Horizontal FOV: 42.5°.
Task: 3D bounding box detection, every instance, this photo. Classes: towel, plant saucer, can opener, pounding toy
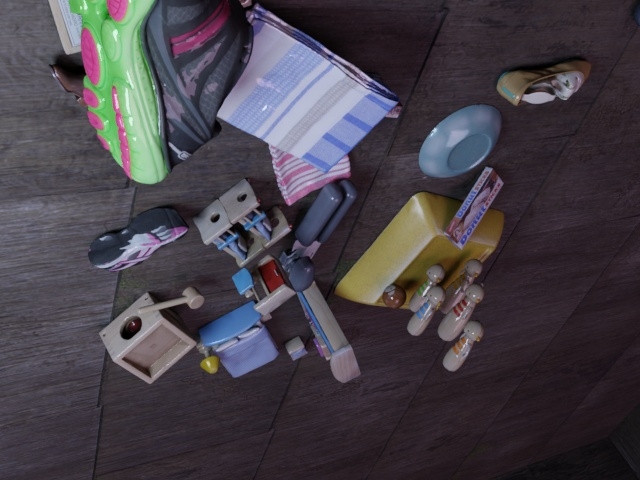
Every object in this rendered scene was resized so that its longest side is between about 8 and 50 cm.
[{"bbox_3d":[-0.016,-0.155,1.492,0.144,0.029,0.197,-25,145,-9],"label":"towel"},{"bbox_3d":[0.293,-0.189,1.670,0.194,0.037,0.195,-20,143,-15],"label":"plant saucer"},{"bbox_3d":[0.249,0.053,1.906,0.332,0.081,0.333,9,129,-43],"label":"plant saucer"},{"bbox_3d":[-0.044,-0.221,1.273,0.285,0.034,0.209,26,132,-27],"label":"towel"},{"bbox_3d":[0.000,0.000,1.631,0.076,0.095,0.283,-14,153,-35],"label":"can opener"},{"bbox_3d":[-0.323,0.151,1.606,0.206,0.094,0.181,-41,140,-1],"label":"pounding toy"}]

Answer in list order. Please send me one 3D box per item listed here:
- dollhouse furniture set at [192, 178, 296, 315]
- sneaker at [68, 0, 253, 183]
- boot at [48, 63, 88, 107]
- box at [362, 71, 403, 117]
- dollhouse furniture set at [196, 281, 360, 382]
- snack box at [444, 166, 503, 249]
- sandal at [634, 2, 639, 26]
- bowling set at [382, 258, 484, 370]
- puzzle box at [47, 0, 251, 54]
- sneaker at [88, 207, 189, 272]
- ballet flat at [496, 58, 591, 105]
[{"bbox_3d":[-0.117,0.011,1.490,0.129,0.184,0.129,-37,145,10],"label":"dollhouse furniture set"},{"bbox_3d":[-0.189,-0.289,1.016,0.202,0.185,0.483,-31,154,-32],"label":"sneaker"},{"bbox_3d":[-0.310,-0.244,1.156,0.114,0.037,0.106,-30,159,5],"label":"boot"},{"bbox_3d":[0.061,-0.248,1.374,0.137,0.094,0.027,-1,136,-35],"label":"box"},{"bbox_3d":[-0.089,0.281,1.839,0.303,0.198,0.286,-26,145,-5],"label":"dollhouse furniture set"},{"bbox_3d":[0.334,-0.071,1.790,0.178,0.022,0.064,-57,136,-8],"label":"snack box"},{"bbox_3d":[0.714,-0.504,1.577,0.254,0.054,0.097,-31,137,10],"label":"sandal"},{"bbox_3d":[0.250,0.127,1.783,0.199,0.287,0.154,24,118,-11],"label":"bowling set"},{"bbox_3d":[-0.223,-0.428,0.975,0.272,0.052,0.409,-20,144,-15],"label":"puzzle box"},{"bbox_3d":[-0.316,0.003,1.452,0.178,0.072,0.077,-20,157,-1],"label":"sneaker"},{"bbox_3d":[0.452,-0.301,1.613,0.232,0.073,0.080,-14,143,-23],"label":"ballet flat"}]
